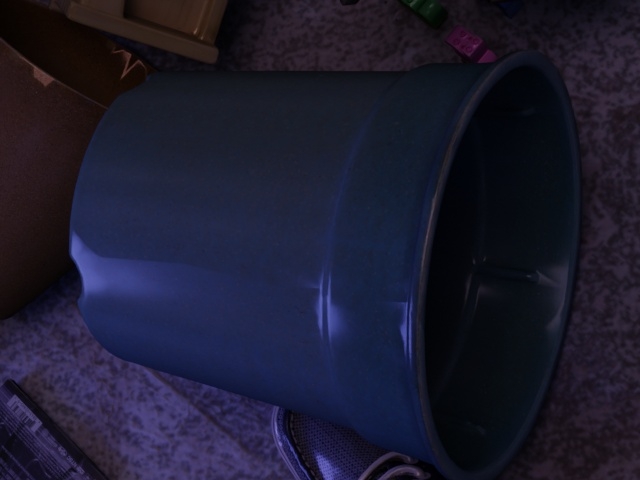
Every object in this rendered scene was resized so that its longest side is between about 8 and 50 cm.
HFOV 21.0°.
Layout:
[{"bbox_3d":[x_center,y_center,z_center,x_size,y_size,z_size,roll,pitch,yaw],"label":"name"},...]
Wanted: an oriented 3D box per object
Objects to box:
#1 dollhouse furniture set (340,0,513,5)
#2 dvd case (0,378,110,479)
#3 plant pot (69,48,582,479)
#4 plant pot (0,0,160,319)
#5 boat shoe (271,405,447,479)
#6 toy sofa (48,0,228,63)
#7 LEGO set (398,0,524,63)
[{"bbox_3d":[0.170,-0.400,1.499,0.362,0.256,0.394,-8,87,-6],"label":"dollhouse furniture set"},{"bbox_3d":[-0.309,0.265,1.606,0.164,0.018,0.221,42,91,22],"label":"dvd case"},{"bbox_3d":[0.000,0.000,1.405,0.334,0.341,0.341,9,79,25],"label":"plant pot"},{"bbox_3d":[-0.272,-0.061,1.585,0.237,0.237,0.254,38,107,23],"label":"plant pot"},{"bbox_3d":[0.078,0.217,1.414,0.340,0.158,0.127,36,89,22],"label":"boat shoe"},{"bbox_3d":[-0.126,-0.359,1.587,0.150,0.177,0.363,15,102,-21],"label":"toy sofa"},{"bbox_3d":[0.099,-0.246,1.560,0.227,0.093,0.087,41,91,23],"label":"LEGO set"}]
